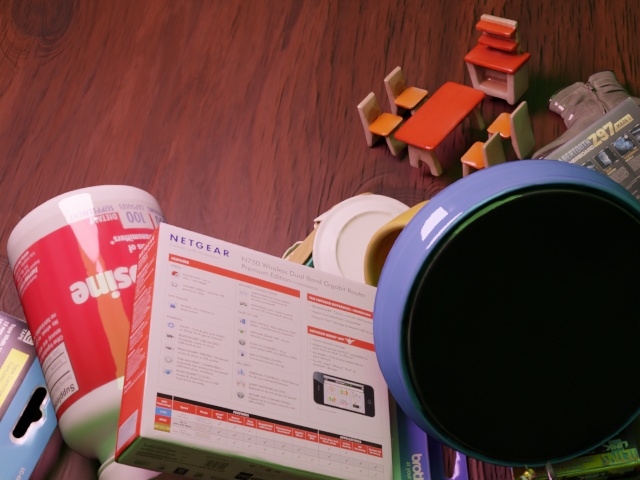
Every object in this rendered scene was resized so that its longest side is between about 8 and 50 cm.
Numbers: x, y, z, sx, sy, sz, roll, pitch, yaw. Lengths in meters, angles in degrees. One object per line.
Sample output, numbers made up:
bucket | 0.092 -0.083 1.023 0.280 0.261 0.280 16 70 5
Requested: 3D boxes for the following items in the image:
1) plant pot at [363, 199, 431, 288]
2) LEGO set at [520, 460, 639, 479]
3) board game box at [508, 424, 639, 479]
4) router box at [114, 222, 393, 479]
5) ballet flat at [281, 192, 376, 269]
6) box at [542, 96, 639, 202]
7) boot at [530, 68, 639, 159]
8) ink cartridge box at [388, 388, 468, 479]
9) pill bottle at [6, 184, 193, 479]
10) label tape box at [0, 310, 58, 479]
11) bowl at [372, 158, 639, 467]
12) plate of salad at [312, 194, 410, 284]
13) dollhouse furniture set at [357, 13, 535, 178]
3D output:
plant pot | 0.230 0.035 1.470 0.254 0.254 0.239 35 50 28
LEGO set | 0.412 0.355 1.228 0.331 0.192 0.255 -14 53 -4
board game box | 0.328 0.257 1.402 0.170 0.048 0.141 -9 55 0
router box | -0.074 0.162 1.319 0.335 0.082 0.301 18 49 -23
ballet flat | 0.000 0.000 1.618 0.073 0.080 0.232 20 55 40
box | 0.431 -0.079 1.577 0.232 0.059 0.183 -36 80 -10
boot | 0.421 -0.187 1.718 0.246 0.083 0.161 -25 42 -12
ink cartridge box | 0.042 0.289 1.406 0.311 0.065 0.186 -3 54 3
pill bottle | -0.265 0.148 1.420 0.229 0.229 0.408 -21 68 -9
label tape box | -0.537 0.211 1.486 0.347 0.115 0.249 24 57 -4
bowl | 0.260 0.098 1.277 0.391 0.391 0.077 -17 17 -6
plate of salad | 0.083 0.028 1.582 0.199 0.048 0.200 5 72 -14
dollhouse furniture set | 0.226 -0.234 1.690 0.262 0.135 0.259 24 58 37
